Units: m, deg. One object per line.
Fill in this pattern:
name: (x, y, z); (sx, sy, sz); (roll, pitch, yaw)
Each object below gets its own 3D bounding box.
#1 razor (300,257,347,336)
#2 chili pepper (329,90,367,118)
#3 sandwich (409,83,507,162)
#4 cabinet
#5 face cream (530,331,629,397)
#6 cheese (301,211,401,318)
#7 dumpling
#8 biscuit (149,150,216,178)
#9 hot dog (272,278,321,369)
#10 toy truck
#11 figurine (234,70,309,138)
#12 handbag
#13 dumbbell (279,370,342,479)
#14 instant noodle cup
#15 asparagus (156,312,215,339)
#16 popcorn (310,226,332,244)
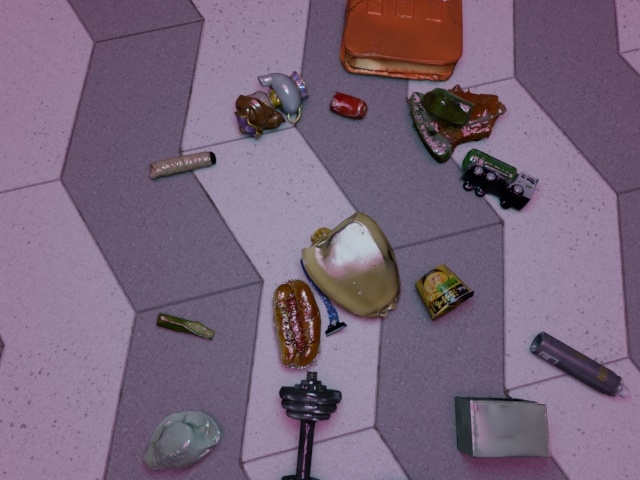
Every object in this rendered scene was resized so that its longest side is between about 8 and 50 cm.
razor: (0.001, 0.164, 1.464); (0.082, 0.042, 0.253); (-35, 73, 29)
chili pepper: (0.098, -0.454, 1.615); (0.123, 0.073, 0.070); (19, 118, 7)
sandwich: (0.462, -0.409, 1.558); (0.301, 0.162, 0.250); (-15, 80, -1)
cabinet: (0.499, 0.512, 1.320); (0.206, 0.145, 0.150); (1, 75, -1)
face cream: (0.763, 0.370, 1.397); (0.283, 0.073, 0.073); (31, 77, 7)
cheese: (0.118, 0.089, 1.426); (0.259, 0.128, 0.316); (-38, 92, -2)
dumpling: (-0.391, 0.555, 1.321); (0.219, 0.108, 0.152); (-20, 76, -8)
biscuit: (-0.453, -0.249, 1.561); (0.219, 0.055, 0.061); (-12, 56, -2)
hot dog: (-0.069, 0.247, 1.423); (0.144, 0.075, 0.268); (-9, 73, 0)
toy truck: (0.569, -0.201, 1.537); (0.242, 0.101, 0.125); (30, 65, 10)
figurine: (-0.172, -0.451, 1.576); (0.263, 0.142, 0.189); (-33, 101, -8)
handbag: (0.281, -0.722, 1.667); (0.410, 0.116, 0.303); (6, 72, 0)
dumbbell: (-0.041, 0.563, 1.286); (0.179, 0.179, 0.406); (5, 76, 1)
instant noodle cup: (0.364, 0.151, 1.424); (0.151, 0.151, 0.122); (-28, 66, -8)
asparagus: (-0.407, 0.259, 1.435); (0.178, 0.041, 0.045); (14, 84, 2)
popcorn: (0.000, 0.000, 1.503); (0.084, 0.084, 0.084); (0, 75, 0)
